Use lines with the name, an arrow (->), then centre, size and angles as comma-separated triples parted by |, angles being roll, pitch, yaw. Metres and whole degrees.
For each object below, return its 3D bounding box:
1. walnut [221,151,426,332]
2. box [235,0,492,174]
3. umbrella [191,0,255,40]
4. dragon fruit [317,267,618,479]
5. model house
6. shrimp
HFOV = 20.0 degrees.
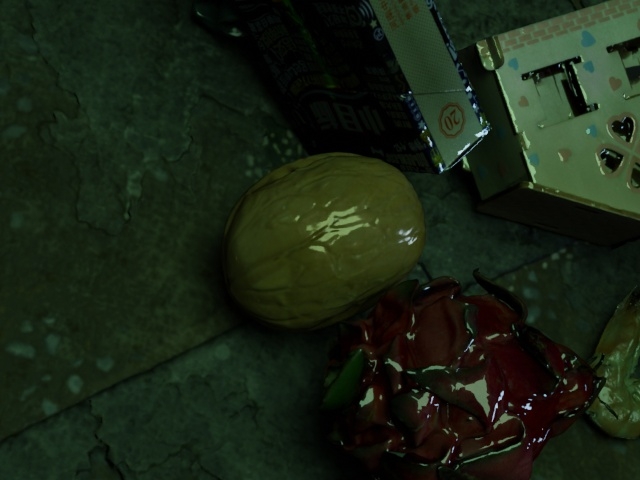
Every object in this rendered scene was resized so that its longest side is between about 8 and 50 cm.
walnut -> 0.000, 0.000, 1.713 | 0.197, 0.165, 0.165 | -18, 77, -7
box -> 0.016, -0.214, 1.709 | 0.084, 0.198, 0.310 | -40, 117, -27
umbrella -> -0.087, -0.371, 1.856 | 0.143, 0.094, 0.349 | -8, 79, -40
dragon fruit -> 0.140, 0.151, 1.671 | 0.293, 0.234, 0.234 | 5, 69, -7
model house -> 0.292, -0.117, 1.863 | 0.326, 0.169, 0.244 | -19, 85, -23
shrimp -> 0.322, 0.120, 1.843 | 0.099, 0.041, 0.180 | 26, 65, -9
